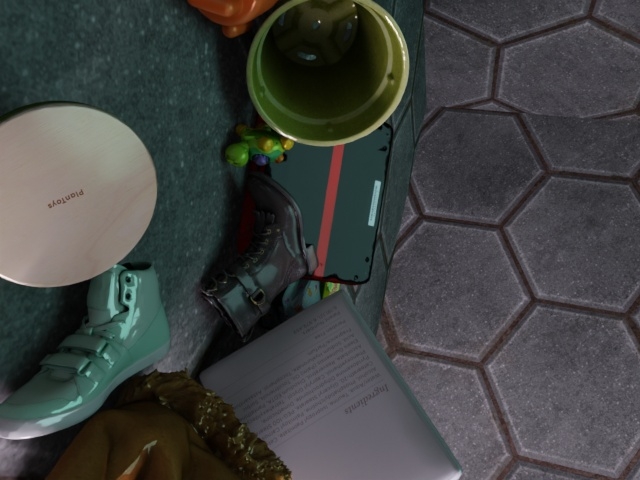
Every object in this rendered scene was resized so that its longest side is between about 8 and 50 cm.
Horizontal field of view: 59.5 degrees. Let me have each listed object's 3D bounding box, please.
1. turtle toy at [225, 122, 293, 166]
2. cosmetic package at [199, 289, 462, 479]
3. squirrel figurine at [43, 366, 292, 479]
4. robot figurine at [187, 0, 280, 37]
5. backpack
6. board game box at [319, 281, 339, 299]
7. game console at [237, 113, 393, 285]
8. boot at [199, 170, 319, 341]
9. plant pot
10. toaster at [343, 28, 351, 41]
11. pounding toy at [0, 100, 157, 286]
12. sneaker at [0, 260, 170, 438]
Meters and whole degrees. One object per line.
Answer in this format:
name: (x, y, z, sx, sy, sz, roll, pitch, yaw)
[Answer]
turtle toy: (-0.118, -0.172, 1.034, 0.130, 0.095, 0.066, -14, 127, -42)
cosmetic package: (0.025, 0.382, 1.090, 0.393, 0.327, 0.329, 56, -8, 31)
squirrel figurine: (-0.129, 0.353, 0.716, 0.397, 0.370, 0.281, -79, -166, -70)
robot figurine: (-0.117, -0.403, 0.840, 0.158, 0.128, 0.219, 63, 32, -24)
backpack: (-0.075, 0.149, 1.275, 0.166, 0.144, 0.188, -70, 168, -50)
board game box: (-0.020, 0.127, 1.409, 0.043, 0.181, 0.092, 13, 84, -30)
game console: (0.000, -0.105, 1.206, 0.342, 0.060, 0.386, 10, 90, -38)
boot: (-0.128, 0.031, 1.031, 0.229, 0.091, 0.263, -39, 117, -26)
plant pot: (0.001, -0.357, 1.037, 0.254, 0.276, 0.276, -99, -177, -50)
toaster: (0.078, -0.463, 1.499, 0.227, 0.129, 0.146, 76, 24, -49)
pounding toy: (-0.289, -0.056, 0.535, 0.237, 0.110, 0.183, -3, 116, -44)
sneaker: (-0.277, 0.106, 0.647, 0.256, 0.094, 0.151, -39, 128, -64)
